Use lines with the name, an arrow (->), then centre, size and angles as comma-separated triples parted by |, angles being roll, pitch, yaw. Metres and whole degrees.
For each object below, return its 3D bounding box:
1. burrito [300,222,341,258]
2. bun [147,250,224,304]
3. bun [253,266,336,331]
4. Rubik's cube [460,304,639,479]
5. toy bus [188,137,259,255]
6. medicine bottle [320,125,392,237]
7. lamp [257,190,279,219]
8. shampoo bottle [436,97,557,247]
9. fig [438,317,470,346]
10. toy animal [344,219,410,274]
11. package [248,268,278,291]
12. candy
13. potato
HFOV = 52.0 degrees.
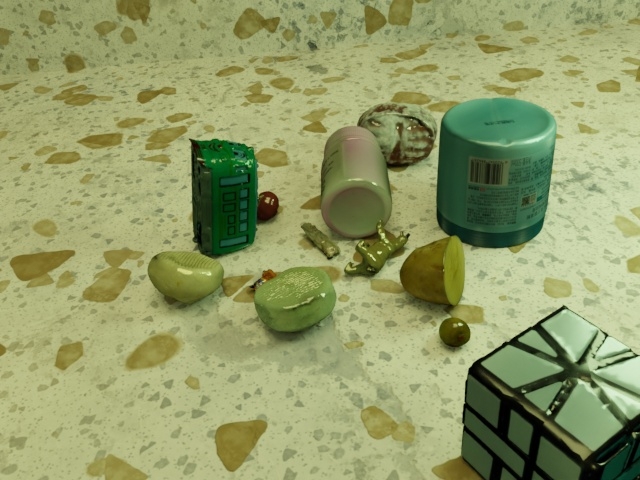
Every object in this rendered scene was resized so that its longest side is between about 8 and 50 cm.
burrito -> 0.000, -0.002, 1.989 | 0.051, 0.042, 0.171 | -15, 37, -30
bun -> -0.378, 0.108, 1.827 | 0.223, 0.127, 0.222 | 9, 9, -1
bun -> -0.061, 0.159, 1.718 | 0.222, 0.108, 0.221 | -9, 29, 5
Rubik's cube -> 0.462, 0.347, 1.239 | 0.289, 0.283, 0.294 | -25, 39, -27
toy bus -> -0.289, -0.135, 1.968 | 0.200, 0.343, 0.183 | -7, 35, -18
medicine bottle -> 0.107, -0.198, 2.095 | 0.220, 0.219, 0.388 | -4, 36, 2
lamp -> -0.179, -0.112, 2.127 | 0.101, 0.090, 0.101 | -34, 37, 30
shampoo bottle -> 0.515, -0.208, 1.951 | 0.332, 0.342, 0.331 | -4, 36, 3
fig -> 0.325, 0.221, 1.611 | 0.074, 0.073, 0.088 | -15, 21, -13
toy animal -> 0.168, 0.030, 1.895 | 0.101, 0.103, 0.219 | 32, 44, 15
package -> -0.151, 0.116, 1.851 | 0.077, 0.033, 0.111 | 15, 35, 41
candy -> 0.268, -0.374, 2.324 | 0.290, 0.214, 0.157 | 4, 38, 8
potato -> 0.287, 0.087, 1.737 | 0.158, 0.178, 0.203 | -7, 47, 26
